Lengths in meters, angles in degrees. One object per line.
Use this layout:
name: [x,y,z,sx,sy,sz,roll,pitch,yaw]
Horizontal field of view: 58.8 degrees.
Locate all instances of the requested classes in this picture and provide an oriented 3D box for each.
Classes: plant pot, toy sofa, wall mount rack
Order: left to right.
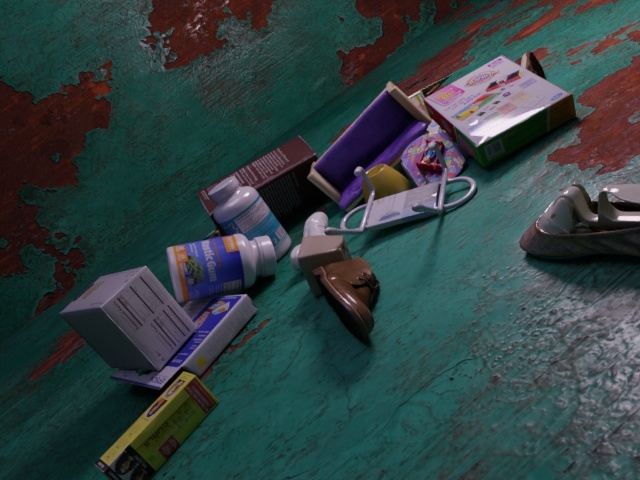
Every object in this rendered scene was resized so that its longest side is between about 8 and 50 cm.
plant pot: [0.017,0.047,1.296,0.096,0.108,0.109,-16,24,13]
toy sofa: [0.135,-0.265,1.628,0.362,0.150,0.177,-44,17,21]
plant pot: [0.165,-0.147,1.510,0.134,0.095,0.134,-30,19,12]
wall mount rack: [0.163,-0.089,1.292,0.350,0.130,0.304,-16,32,29]

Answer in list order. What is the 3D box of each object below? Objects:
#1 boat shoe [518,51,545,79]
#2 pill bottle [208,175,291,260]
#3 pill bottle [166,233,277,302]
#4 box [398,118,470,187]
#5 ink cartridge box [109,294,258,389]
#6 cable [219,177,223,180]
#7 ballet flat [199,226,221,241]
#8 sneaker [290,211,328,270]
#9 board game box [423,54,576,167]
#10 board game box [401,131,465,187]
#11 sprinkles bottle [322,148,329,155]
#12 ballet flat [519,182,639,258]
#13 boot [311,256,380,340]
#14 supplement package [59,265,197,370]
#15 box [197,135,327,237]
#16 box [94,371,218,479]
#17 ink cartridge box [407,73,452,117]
boat shoe: [0.558,-0.445,1.579,0.095,0.095,0.257,-28,20,36]
pill bottle: [-0.211,-0.055,1.652,0.146,0.264,0.146,-31,19,12]
pill bottle: [-0.262,0.065,1.518,0.272,0.152,0.152,-13,14,-17]
box: [0.326,-0.270,1.595,0.232,0.058,0.322,-32,21,8]
ink cartridge box: [-0.343,0.262,1.427,0.304,0.072,0.307,-9,34,50]
cable: [-0.254,-0.181,2.115,0.258,0.089,0.257,0,3,-12]
ballet flat: [-0.340,-0.005,1.979,0.123,0.123,0.348,-23,19,30]
sneaker: [0.000,0.000,1.491,0.094,0.080,0.212,-9,36,28]
board game box: [0.428,-0.330,1.405,0.242,0.064,0.316,-29,36,4]
board game box: [0.279,-0.212,1.430,0.133,0.033,0.168,-30,56,10]
sprinkles bottle: [0.126,-0.320,1.903,0.121,0.121,0.355,-20,19,37]
ballet flat: [0.410,-0.034,0.827,0.107,0.106,0.316,-44,21,-24]
boot: [0.066,0.095,1.106,0.115,0.112,0.305,-25,17,-3]
supplement package: [-0.471,0.195,1.386,0.262,0.204,0.145,-12,30,45]
box: [-0.178,-0.152,1.825,0.382,0.191,0.143,-29,49,-7]
box: [-0.309,0.368,1.090,0.058,0.087,0.232,-4,34,52]
ink cartridge box: [0.312,-0.409,1.821,0.255,0.097,0.189,-31,0,-13]
